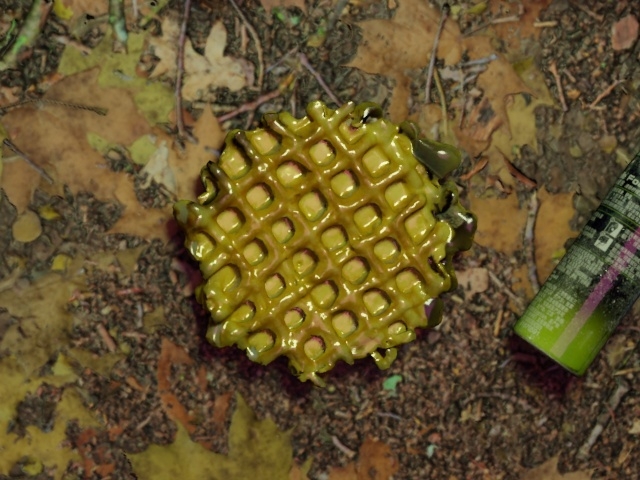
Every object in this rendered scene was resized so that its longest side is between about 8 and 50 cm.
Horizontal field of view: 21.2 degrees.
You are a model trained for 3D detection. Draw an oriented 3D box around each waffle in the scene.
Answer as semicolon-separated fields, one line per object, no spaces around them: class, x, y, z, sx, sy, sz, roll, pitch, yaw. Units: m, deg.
waffle;0.011;0.000;1.795;0.329;0.062;0.329;-2;97;-12

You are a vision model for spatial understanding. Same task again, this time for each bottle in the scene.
bottle;0.337;-0.010;1.846;0.093;0.093;0.330;35;90;-14
